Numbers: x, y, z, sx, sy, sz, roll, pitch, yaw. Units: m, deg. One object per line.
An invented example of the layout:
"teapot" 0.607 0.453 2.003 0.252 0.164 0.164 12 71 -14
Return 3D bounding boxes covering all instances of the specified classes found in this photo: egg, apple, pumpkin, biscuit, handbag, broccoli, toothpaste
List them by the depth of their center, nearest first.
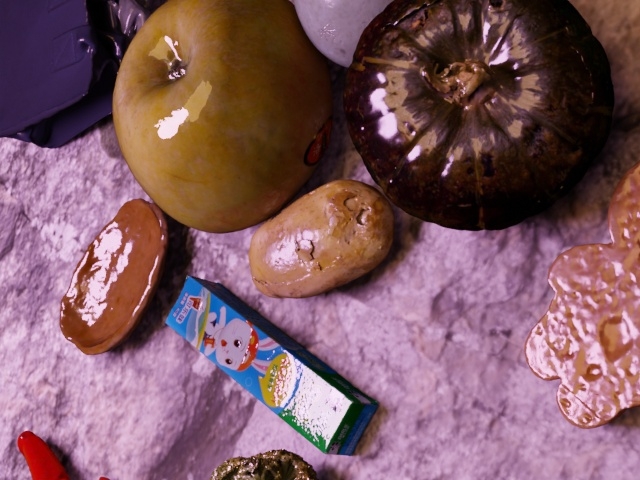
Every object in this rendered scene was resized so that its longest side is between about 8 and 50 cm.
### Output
"biscuit" 0.296 0.037 0.884 0.288 0.044 0.202 -51 54 18
"pumpkin" 0.136 -0.120 0.944 0.238 0.159 0.237 1 93 21
"broccoli" -0.054 0.268 1.049 0.130 0.120 0.131 -43 90 4
"egg" 0.054 -0.286 1.058 0.169 0.169 0.236 10 93 38
"toothpaste" -0.057 0.125 1.126 0.267 0.050 0.065 33 98 36
"apple" -0.106 -0.141 1.132 0.261 0.194 0.260 -15 64 34
"handbag" -0.316 -0.297 1.375 0.269 0.118 0.325 -15 72 41

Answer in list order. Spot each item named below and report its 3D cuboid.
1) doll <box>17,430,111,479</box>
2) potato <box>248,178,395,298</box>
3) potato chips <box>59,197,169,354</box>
"doll" -0.278 0.339 1.174 0.188 0.099 0.384 -35 37 -27
"potato" 0.000 0.000 1.094 0.171 0.080 0.107 -23 55 33
"potato chips" -0.235 0.046 1.278 0.150 0.049 0.201 32 101 41
